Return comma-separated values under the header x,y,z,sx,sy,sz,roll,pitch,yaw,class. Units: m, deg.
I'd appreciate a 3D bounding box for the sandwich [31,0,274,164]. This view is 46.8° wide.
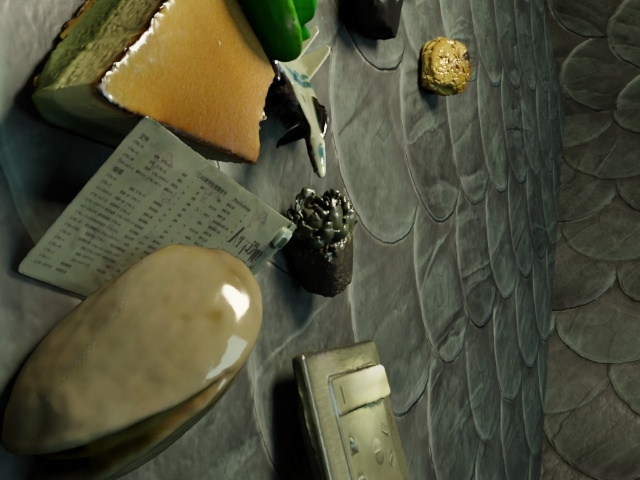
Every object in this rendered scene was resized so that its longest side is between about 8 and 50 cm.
x,y,z,sx,sy,sz,roll,pitch,yaw,class
-0.137,-0.129,0.665,0.186,0.108,0.220,63,35,-40,sandwich

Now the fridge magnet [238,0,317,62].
x,y,z,sx,sy,sz,roll,pitch,yaw,class
-0.073,-0.278,0.748,0.208,0.088,0.208,56,-8,11,fridge magnet

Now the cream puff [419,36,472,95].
x,y,z,sx,sy,sz,roll,pitch,yaw,class
0.257,-0.356,1.517,0.133,0.104,0.119,-33,124,-60,cream puff

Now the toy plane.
x,y,z,sx,sy,sz,roll,pitch,yaw,class
-0.032,-0.166,0.895,0.192,0.088,0.262,52,28,-47,toy plane

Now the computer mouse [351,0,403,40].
x,y,z,sx,sy,sz,roll,pitch,yaw,class
0.092,-0.392,1.194,0.217,0.073,0.122,-29,134,-75,computer mouse

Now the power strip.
x,y,z,sx,sy,sz,roll,pitch,yaw,class
0.035,0.269,1.011,0.257,0.092,0.251,5,75,-63,power strip

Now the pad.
x,y,z,sx,sy,sz,roll,pitch,yaw,class
-0.128,0.006,0.674,0.159,0.009,0.265,-49,149,3,pad

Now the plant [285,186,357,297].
x,y,z,sx,sy,sz,roll,pitch,yaw,class
0.000,0.000,0.970,0.092,0.094,0.143,-38,134,-42,plant

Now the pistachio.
x,y,z,sx,sy,sz,roll,pitch,yaw,class
-0.144,0.101,0.604,0.238,0.153,0.137,-41,120,-21,pistachio
